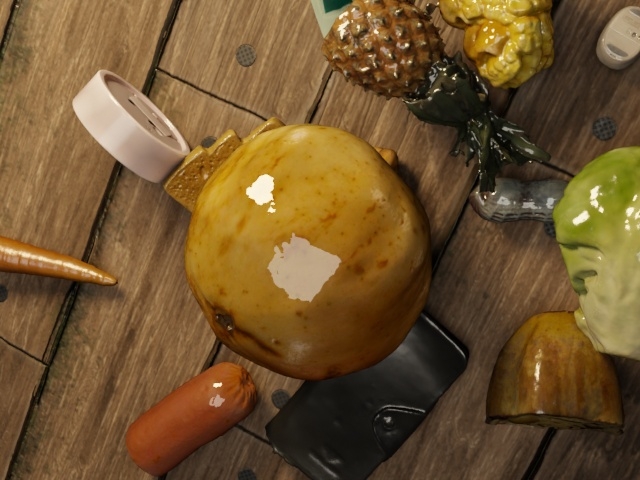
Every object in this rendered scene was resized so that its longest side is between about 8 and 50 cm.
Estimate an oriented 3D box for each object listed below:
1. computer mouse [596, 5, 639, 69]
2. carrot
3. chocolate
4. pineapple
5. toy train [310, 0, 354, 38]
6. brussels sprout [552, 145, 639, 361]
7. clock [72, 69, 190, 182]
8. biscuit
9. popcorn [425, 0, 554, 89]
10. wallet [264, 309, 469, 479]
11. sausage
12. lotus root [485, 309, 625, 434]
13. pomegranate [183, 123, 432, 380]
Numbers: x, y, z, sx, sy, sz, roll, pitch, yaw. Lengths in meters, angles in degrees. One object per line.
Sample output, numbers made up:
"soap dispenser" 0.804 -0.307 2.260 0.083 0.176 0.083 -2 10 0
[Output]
"computer mouse" 0.444 -0.295 1.413 0.066 0.039 0.096 33 89 8
"carrot" -0.519 0.034 1.747 0.336 0.069 0.069 11 103 11
"chocolate" 0.311 -0.062 1.479 0.167 0.072 0.072 0 100 14
"pineapple" 0.173 -0.213 1.394 0.364 0.165 0.165 41 108 1
"toy train" 0.001 -0.453 1.480 0.086 0.088 0.407 -19 93 8
"brussels sprout" 0.478 0.019 1.351 0.274 0.242 0.316 -14 90 14
"clock" -0.306 -0.185 1.573 0.068 0.197 0.197 -44 86 10
"biscuit" -0.137 -0.096 1.580 0.238 0.041 0.212 -2 115 -9
"popcorn" 0.272 -0.330 1.411 0.163 0.140 0.194 -41 77 27
"wallet" 0.075 0.263 1.620 0.197 0.051 0.377 42 110 8
"sausage" -0.222 0.306 1.685 0.259 0.113 0.113 -37 88 20
"lotus root" 0.356 0.204 1.486 0.188 0.199 0.180 11 71 -22
"pomegranate" 0.000 0.000 1.448 0.410 0.410 0.410 3 101 16
